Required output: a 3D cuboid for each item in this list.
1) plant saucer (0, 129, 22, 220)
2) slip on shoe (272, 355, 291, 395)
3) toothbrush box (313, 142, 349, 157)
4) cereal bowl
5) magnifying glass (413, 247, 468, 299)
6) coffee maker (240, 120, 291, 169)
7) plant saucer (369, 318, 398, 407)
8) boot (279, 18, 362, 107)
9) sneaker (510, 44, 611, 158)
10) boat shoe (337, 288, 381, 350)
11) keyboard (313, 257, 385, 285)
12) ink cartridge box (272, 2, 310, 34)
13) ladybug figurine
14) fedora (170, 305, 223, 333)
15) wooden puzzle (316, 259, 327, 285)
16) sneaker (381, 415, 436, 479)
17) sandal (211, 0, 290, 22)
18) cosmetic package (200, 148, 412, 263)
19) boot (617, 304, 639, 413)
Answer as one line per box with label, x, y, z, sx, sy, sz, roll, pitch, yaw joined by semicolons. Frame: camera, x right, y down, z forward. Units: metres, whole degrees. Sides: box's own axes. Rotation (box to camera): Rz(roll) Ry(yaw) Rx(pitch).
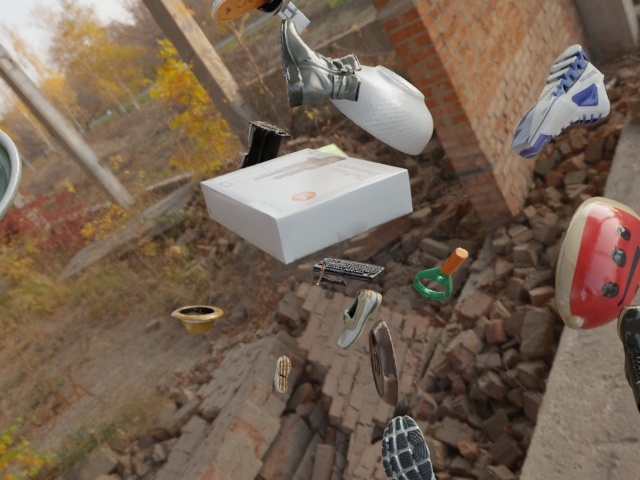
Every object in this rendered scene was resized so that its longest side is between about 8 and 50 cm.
plant saucer;-0.865;-0.094;1.180;0.401;0.100;0.399;-2;62;3
slip on shoe;-0.126;0.425;1.620;0.041;0.051;0.135;-41;30;31
toothbrush box;-0.039;-0.161;1.578;0.283;0.122;0.206;-32;-19;-49
cereal bowl;0.192;-0.400;1.486;0.141;0.339;0.339;-56;16;25
magnifying glass;0.279;0.078;1.179;0.026;0.092;0.231;-60;-5;-27
coffee maker;-0.200;-0.313;1.810;0.120;0.178;0.171;2;24;-29
plant saucer;0.218;0.436;1.834;0.050;0.310;0.310;-6;26;-3
boot;-0.001;-0.384;1.118;0.161;0.083;0.246;-7;62;-7
sneaker;0.674;-0.346;1.390;0.315;0.182;0.127;-60;9;1
boat shoe;0.146;0.339;2.246;0.302;0.104;0.113;-61;18;14
keyboard;0.100;0.137;2.237;0.318;0.033;0.201;7;32;37
ink cartridge box;-0.113;-0.786;1.795;0.063;0.150;0.109;-47;16;8
ladybug figurine;0.812;0.067;1.476;0.162;0.305;0.449;0;51;49
fedora;-0.447;0.291;1.872;0.195;0.079;0.194;0;6;0
wooden puzzle;0.002;0.125;2.009;0.078;0.014;0.116;-79;9;-75
sneaker;0.211;0.529;1.145;0.107;0.275;0.110;-19;-12;13
sandal;-0.119;-0.544;1.159;0.265;0.076;0.102;-38;-11;-14
cosmetic package;-0.045;-0.091;1.057;0.285;0.097;0.377;-25;26;-25
boot;0.649;0.242;1.031;0.077;0.197;0.137;-11;18;27
